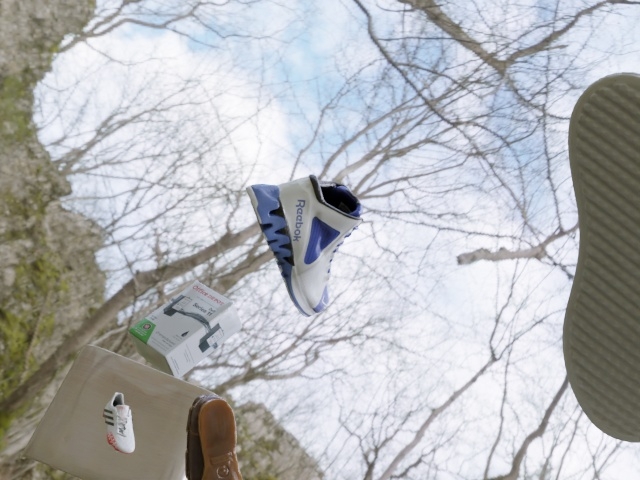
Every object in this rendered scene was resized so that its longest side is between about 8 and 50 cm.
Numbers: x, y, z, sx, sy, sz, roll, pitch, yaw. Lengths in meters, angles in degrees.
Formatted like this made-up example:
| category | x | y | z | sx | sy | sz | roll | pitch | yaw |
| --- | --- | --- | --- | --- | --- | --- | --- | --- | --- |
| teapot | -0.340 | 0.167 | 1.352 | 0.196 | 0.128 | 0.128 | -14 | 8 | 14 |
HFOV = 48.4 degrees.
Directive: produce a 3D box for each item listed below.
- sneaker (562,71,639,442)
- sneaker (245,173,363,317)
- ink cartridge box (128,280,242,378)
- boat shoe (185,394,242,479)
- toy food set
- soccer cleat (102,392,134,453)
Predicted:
| category | x | y | z | sx | sy | sz | roll | pitch | yaw |
| --- | --- | --- | --- | --- | --- | --- | --- | --- | --- |
| sneaker | 0.335 | 0.016 | 0.727 | 0.135 | 0.150 | 0.365 | 6 | -79 | 39 |
| sneaker | 0.000 | -0.001 | 1.291 | 0.182 | 0.127 | 0.315 | -21 | -46 | 0 |
| ink cartridge box | -0.310 | 0.204 | 1.648 | 0.153 | 0.208 | 0.086 | 23 | -41 | 38 |
| boat shoe | -0.151 | 0.319 | 0.991 | 0.073 | 0.073 | 0.207 | -10 | -102 | 59 |
| toy food set | -0.344 | 0.340 | 1.270 | 0.306 | 0.219 | 0.092 | 20 | -32 | 5 |
| soccer cleat | -0.226 | 0.206 | 0.804 | 0.035 | 0.029 | 0.083 | -63 | -145 | 14 |
